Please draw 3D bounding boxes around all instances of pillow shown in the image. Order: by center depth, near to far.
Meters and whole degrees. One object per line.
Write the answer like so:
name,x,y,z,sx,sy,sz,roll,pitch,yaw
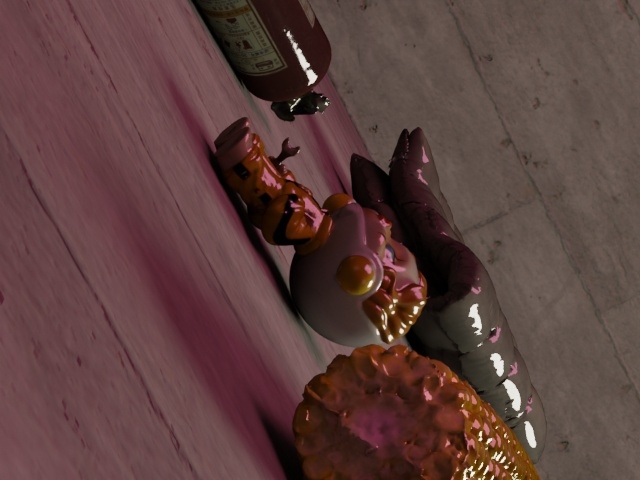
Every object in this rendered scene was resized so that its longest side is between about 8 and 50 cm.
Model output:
pillow,0.126,0.056,1.810,0.326,0.101,0.228,-106,169,-58

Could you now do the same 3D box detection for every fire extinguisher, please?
fire extinguisher,-0.050,-0.163,1.280,0.099,0.071,0.231,30,-20,40

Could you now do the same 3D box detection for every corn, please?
corn,0.055,0.114,0.766,0.081,0.081,0.248,66,5,28

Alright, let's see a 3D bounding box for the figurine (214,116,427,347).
figurine,0.000,0.001,0.931,0.143,0.068,0.101,42,14,-43
